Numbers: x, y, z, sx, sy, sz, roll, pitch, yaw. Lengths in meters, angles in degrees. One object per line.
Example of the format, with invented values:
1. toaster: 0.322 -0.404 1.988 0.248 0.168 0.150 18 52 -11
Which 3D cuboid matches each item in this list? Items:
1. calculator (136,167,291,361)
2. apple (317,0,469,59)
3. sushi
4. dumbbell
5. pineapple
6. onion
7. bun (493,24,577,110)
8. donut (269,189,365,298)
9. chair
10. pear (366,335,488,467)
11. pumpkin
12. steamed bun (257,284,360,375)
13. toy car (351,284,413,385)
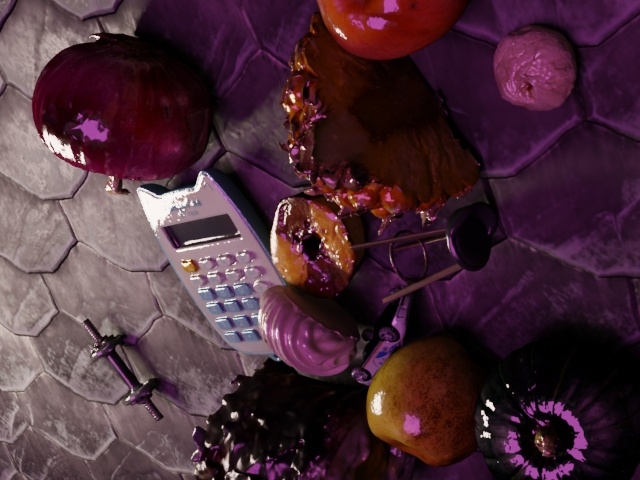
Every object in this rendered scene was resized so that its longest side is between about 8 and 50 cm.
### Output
1. calculator: -0.156 0.050 2.054 0.256 0.054 0.386 -10 113 44
2. apple: 0.085 -0.328 1.484 0.209 0.164 0.209 21 128 29
3. sushi: -0.026 0.372 1.981 0.294 0.299 0.281 15 138 37
4. dumbbell: -0.402 0.263 2.404 0.254 0.081 0.081 53 139 -3
5. pineapple: 0.008 -0.129 1.606 0.344 0.286 0.209 55 138 -3
6. onion: -0.321 -0.197 1.874 0.256 0.230 0.272 -2 99 35
7. bun: 0.264 -0.212 1.483 0.115 0.069 0.115 22 130 29
8. donut: 0.000 0.000 1.865 0.166 0.073 0.184 21 130 30
9. chair: 0.160 0.020 1.711 0.221 0.104 0.095 -23 76 43
10. pear: 0.173 0.241 1.811 0.197 0.197 0.197 23 132 28
11. pumpkin: 0.335 0.259 1.658 0.250 0.216 0.250 2 97 20
12. steamed bun: -0.023 0.151 1.906 0.183 0.183 0.106 36 107 16
13. toy car: 0.104 0.151 1.871 0.056 0.095 0.205 24 136 -6
